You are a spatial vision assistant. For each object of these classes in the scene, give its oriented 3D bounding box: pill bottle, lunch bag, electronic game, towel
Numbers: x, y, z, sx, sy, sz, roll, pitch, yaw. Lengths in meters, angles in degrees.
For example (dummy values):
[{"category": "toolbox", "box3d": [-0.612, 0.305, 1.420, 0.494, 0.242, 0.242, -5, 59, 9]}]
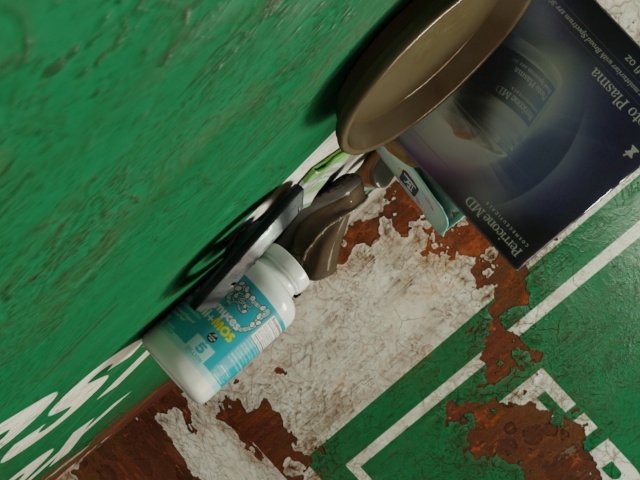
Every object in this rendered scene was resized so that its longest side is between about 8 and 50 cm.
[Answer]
[{"category": "pill bottle", "box3d": [-0.142, 0.123, 1.314, 0.264, 0.146, 0.146, -42, 177, -16]}, {"category": "lunch bag", "box3d": [0.218, -0.151, 1.414, 0.160, 0.223, 0.262, -32, 172, -42]}, {"category": "electronic game", "box3d": [-0.103, 0.009, 1.152, 0.229, 0.048, 0.229, -48, -177, 4]}, {"category": "towel", "box3d": [-0.015, -0.082, 1.269, 0.113, 0.023, 0.152, -41, 176, -46]}]

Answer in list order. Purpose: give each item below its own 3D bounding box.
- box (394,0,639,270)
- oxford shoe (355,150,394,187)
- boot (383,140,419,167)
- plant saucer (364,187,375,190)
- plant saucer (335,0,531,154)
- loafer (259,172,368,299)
[{"category": "box", "box3d": [0.270, -0.171, 1.080, 0.294, 0.296, 0.183, -44, 177, 18]}, {"category": "oxford shoe", "box3d": [0.137, -0.178, 1.657, 0.076, 0.076, 0.212, -2, -148, 45]}, {"category": "boot", "box3d": [0.215, -0.236, 1.235, 0.305, 0.115, 0.112, -45, 174, 21]}, {"category": "plant saucer", "box3d": [0.169, -0.183, 2.128, 0.195, 0.037, 0.195, -42, 177, -3]}, {"category": "plant saucer", "box3d": [0.118, -0.199, 0.878, 0.278, 0.041, 0.278, -38, 169, -9]}, {"category": "loafer", "box3d": [0.000, 0.000, 1.579, 0.134, 0.130, 0.366, -41, 176, -38]}]
